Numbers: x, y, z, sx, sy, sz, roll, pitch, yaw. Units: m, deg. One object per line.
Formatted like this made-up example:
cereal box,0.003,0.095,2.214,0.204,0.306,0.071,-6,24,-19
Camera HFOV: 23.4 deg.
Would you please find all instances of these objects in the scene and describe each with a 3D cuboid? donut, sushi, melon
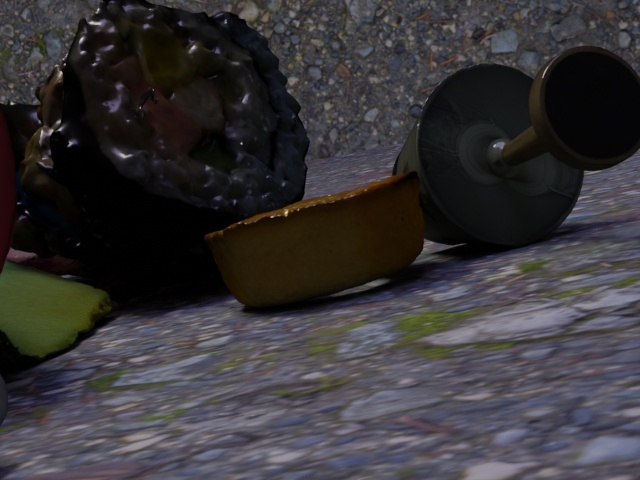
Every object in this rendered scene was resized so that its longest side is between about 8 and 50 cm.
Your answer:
donut,0.000,0.000,0.967,0.152,0.058,0.152,-16,5,1
sushi,-0.141,-0.054,1.163,0.218,0.225,0.238,-24,-45,34
melon,-0.190,0.058,1.001,0.114,0.053,0.262,6,7,-6

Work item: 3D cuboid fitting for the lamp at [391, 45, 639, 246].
lamp,0.121,-0.059,0.975,0.121,0.121,0.214,-14,-8,-21

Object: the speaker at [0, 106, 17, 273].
speaker,-0.322,-0.024,0.846,0.294,0.294,0.294,-12,5,1

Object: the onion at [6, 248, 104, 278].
onion,-0.182,-0.016,1.407,0.247,0.111,0.250,-39,27,-22

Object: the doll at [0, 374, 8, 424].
doll,-0.181,0.072,0.568,0.142,0.076,0.245,-17,3,-22
